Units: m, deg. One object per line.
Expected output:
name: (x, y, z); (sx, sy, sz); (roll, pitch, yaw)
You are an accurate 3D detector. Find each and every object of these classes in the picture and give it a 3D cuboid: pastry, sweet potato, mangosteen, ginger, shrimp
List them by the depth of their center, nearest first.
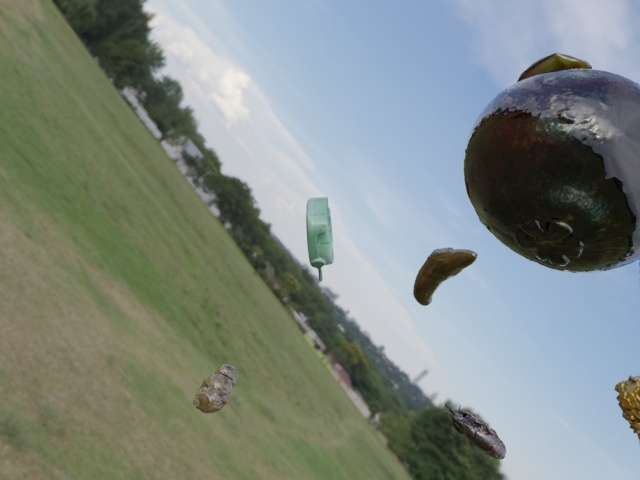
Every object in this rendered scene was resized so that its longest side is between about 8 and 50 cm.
mangosteen: (0.371, -0.112, 0.976); (0.330, 0.330, 0.330); (51, -5, 6)
shrimp: (0.379, 0.466, 1.636); (0.190, 0.075, 0.073); (34, 12, 14)
pastry: (0.941, 0.491, 1.879); (0.102, 0.154, 0.250); (-1, 69, -62)
ginger: (-0.299, 0.433, 1.936); (0.204, 0.104, 0.080); (-64, 147, -72)
sweet potato: (0.362, 0.084, 1.988); (0.114, 0.092, 0.341); (64, -30, 20)

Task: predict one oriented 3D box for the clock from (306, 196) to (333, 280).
clock: (0.000, 0.000, 1.767); (0.159, 0.065, 0.211); (-89, 175, -56)
